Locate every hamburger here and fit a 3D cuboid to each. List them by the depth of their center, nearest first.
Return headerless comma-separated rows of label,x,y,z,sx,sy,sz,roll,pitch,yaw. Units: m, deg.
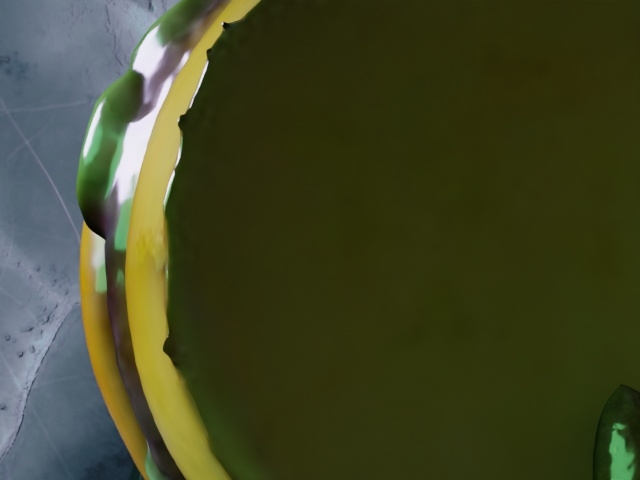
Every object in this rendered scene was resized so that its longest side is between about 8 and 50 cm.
hamburger,0.063,0.005,1.004,0.277,0.396,0.395,172,115,-75

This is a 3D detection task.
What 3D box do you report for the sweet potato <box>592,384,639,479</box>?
sweet potato,0.177,0.225,0.807,0.092,0.114,0.341,127,146,-62
